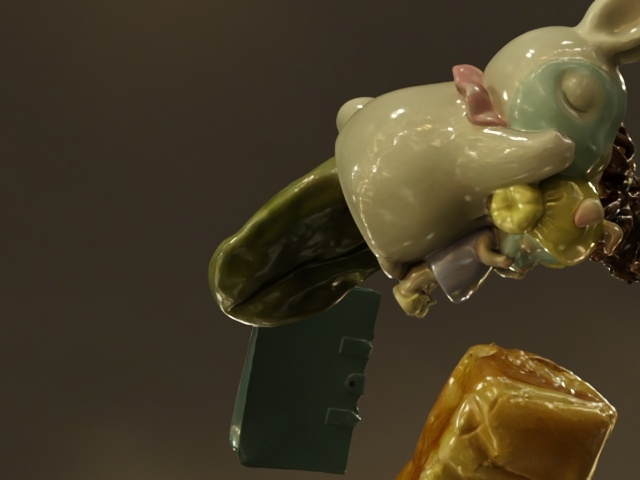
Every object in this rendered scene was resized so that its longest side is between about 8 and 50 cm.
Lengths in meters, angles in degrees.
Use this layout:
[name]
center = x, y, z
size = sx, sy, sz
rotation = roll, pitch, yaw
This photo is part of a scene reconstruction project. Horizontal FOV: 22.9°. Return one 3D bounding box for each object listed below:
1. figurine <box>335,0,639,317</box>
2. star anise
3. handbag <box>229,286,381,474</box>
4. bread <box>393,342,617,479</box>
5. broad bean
[figurine]
center = 0.135, -0.062, 1.000
size = 0.235, 0.155, 0.127
rotation = -25, -29, 18
[star anise]
center = 0.315, -0.050, 1.795
size = 0.126, 0.190, 0.220
rotation = -19, -79, 5
[handbag]
center = -0.016, 0.152, 1.792
size = 0.144, 0.057, 0.221
rotation = 9, -83, -14
[bread]
center = 0.166, 0.252, 1.561
size = 0.167, 0.132, 0.294
rotation = 22, -65, -9
[broad bean]
center = -0.001, -0.001, 1.390
size = 0.206, 0.072, 0.153
rotation = -30, -49, -12
